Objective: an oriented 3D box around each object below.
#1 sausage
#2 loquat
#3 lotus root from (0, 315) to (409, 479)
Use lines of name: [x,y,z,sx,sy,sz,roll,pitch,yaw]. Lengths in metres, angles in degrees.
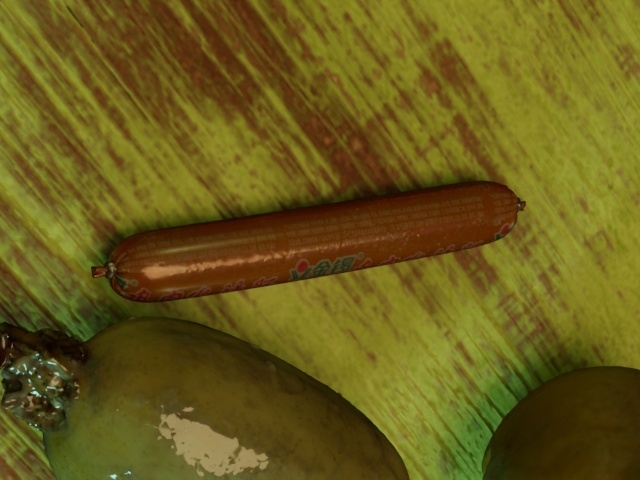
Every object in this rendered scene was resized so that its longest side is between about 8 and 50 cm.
sausage: [0.000,0.000,1.265,0.347,0.053,0.053,-9,109,-23]
loquat: [0.227,0.204,1.356,0.213,0.213,0.213,-8,109,-24]
lotus root: [-0.082,0.149,1.206,0.342,0.151,0.169,31,126,-31]
